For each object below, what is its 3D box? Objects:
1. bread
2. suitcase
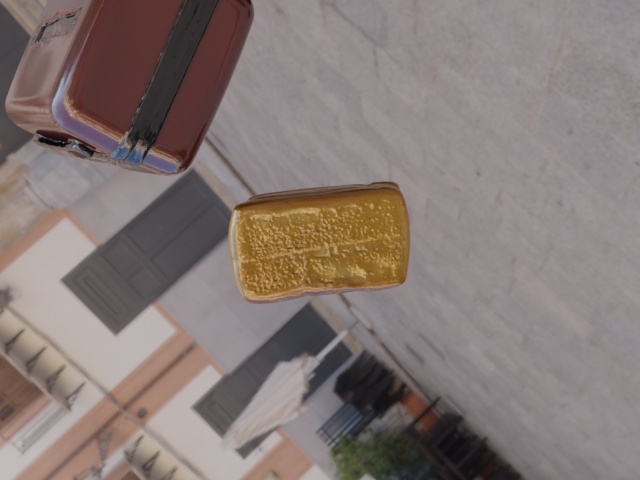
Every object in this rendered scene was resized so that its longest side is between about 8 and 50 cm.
[{"bbox_3d":[0.000,0.000,0.856,0.077,0.201,0.115,-104,8,-76],"label":"bread"},{"bbox_3d":[-0.220,-0.194,0.848,0.161,0.236,0.297,24,175,-33],"label":"suitcase"}]
